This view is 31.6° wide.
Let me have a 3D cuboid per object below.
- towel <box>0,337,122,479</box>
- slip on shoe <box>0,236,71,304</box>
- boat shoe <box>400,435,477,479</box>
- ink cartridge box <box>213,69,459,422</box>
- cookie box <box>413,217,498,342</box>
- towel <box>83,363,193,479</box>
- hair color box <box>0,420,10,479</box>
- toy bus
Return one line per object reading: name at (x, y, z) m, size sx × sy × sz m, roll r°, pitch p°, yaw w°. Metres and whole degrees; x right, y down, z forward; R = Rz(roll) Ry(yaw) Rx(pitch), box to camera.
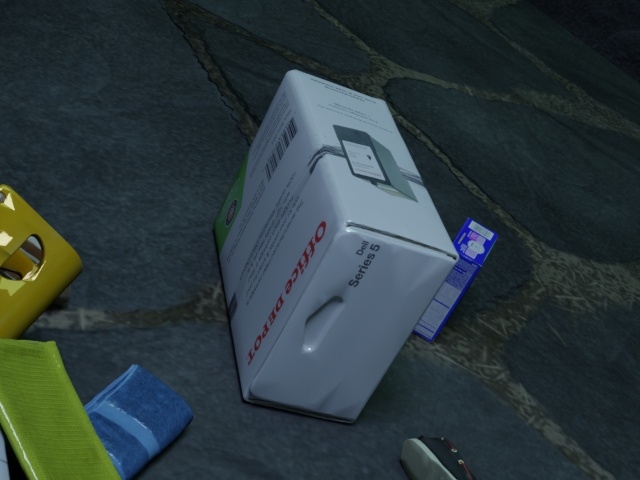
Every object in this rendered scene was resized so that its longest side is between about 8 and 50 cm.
towel at (-0.145, 0.161, 0.710) m, size 0.237 × 0.021 × 0.102 m, roll 58°, pitch 8°, yaw 17°
slip on shoe at (-0.260, 0.008, 0.965) m, size 0.135 × 0.051 × 0.041 m, roll 33°, pitch -13°, yaw 28°
boat shoe at (0.116, 0.212, 0.938) m, size 0.042 × 0.049 × 0.133 m, roll -1°, pitch 34°, yaw -30°
ink cartridge box at (0.000, 0.000, 1.035) m, size 0.115 × 0.198 × 0.273 m, roll 17°, pitch 30°, yaw -23°
cookie box at (0.136, 0.042, 1.184) m, size 0.040 × 0.107 × 0.092 m, roll 32°, pitch 29°, yaw 6°
towel at (-0.148, 0.141, 0.848) m, size 0.067 × 0.029 × 0.119 m, roll 34°, pitch 28°, yaw 10°
hair color box at (-0.240, 0.183, 0.552) m, size 0.174 × 0.105 × 0.347 m, roll 40°, pitch 15°, yaw -40°
toy bus at (-0.257, 0.059, 0.777) m, size 0.104 × 0.202 × 0.191 m, roll 46°, pitch 16°, yaw -12°
